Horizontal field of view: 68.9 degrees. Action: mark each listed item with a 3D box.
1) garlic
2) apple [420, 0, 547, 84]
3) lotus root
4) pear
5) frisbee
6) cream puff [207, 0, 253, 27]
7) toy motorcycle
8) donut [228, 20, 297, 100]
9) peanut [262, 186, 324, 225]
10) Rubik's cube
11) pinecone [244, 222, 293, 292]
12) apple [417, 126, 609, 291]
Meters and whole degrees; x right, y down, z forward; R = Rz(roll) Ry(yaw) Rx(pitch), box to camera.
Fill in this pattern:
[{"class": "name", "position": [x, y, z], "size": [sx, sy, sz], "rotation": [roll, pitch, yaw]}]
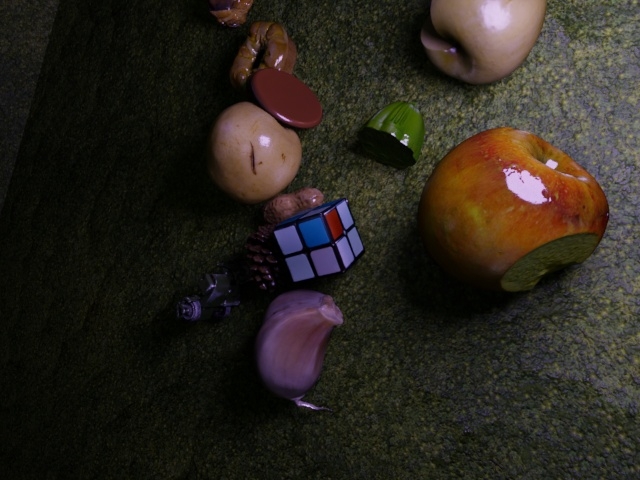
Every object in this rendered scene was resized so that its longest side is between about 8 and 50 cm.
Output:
[{"class": "garlic", "position": [-0.079, 0.309, 1.383], "size": [0.246, 0.231, 0.339], "rotation": [3, 104, -11]}, {"class": "apple", "position": [0.390, -0.532, 1.126], "size": [0.254, 0.292, 0.292], "rotation": [-43, 61, -7]}, {"class": "lotus root", "position": [0.220, -0.315, 1.284], "size": [0.186, 0.186, 0.186], "rotation": [-5, 80, 31]}, {"class": "pear", "position": [-0.215, -0.269, 1.457], "size": [0.310, 0.309, 0.308], "rotation": [-5, 80, 31]}, {"class": "frisbee", "position": [-0.100, -0.443, 1.440], "size": [0.021, 0.251, 0.250], "rotation": [-47, 60, 41]}, {"class": "cream puff", "position": [-0.321, -0.871, 1.704], "size": [0.189, 0.129, 0.188], "rotation": [-9, 70, 26]}, {"class": "toy motorcycle", "position": [-0.349, 0.163, 1.531], "size": [0.127, 0.205, 0.275], "rotation": [46, 112, 29]}, {"class": "donut", "position": [-0.188, -0.600, 1.582], "size": [0.209, 0.128, 0.261], "rotation": [35, 101, 29]}, {"class": "peanut", "position": [-0.089, -0.105, 1.463], "size": [0.226, 0.108, 0.095], "rotation": [-16, 84, 27]}, {"class": "Rubik's cube", "position": [0.001, 0.000, 1.319], "size": [0.167, 0.183, 0.180], "rotation": [-15, 99, 28]}, {"class": "pinecone", "position": [-0.140, 0.048, 1.436], "size": [0.179, 0.184, 0.204], "rotation": [16, 122, 20]}, {"class": "apple", "position": [0.413, -0.050, 1.042], "size": [0.384, 0.374, 0.374], "rotation": [26, 99, -8]}]
